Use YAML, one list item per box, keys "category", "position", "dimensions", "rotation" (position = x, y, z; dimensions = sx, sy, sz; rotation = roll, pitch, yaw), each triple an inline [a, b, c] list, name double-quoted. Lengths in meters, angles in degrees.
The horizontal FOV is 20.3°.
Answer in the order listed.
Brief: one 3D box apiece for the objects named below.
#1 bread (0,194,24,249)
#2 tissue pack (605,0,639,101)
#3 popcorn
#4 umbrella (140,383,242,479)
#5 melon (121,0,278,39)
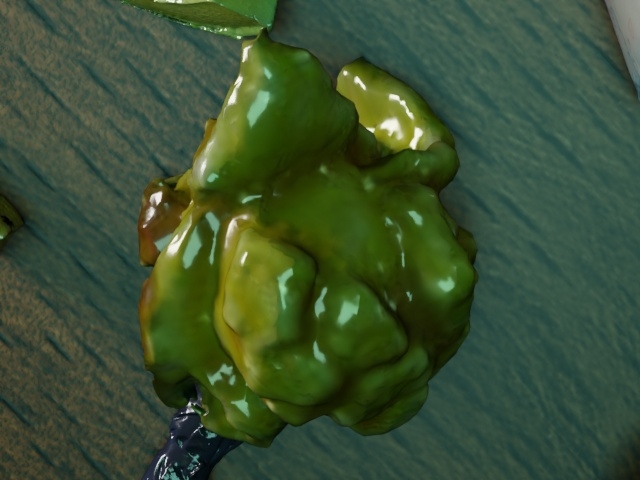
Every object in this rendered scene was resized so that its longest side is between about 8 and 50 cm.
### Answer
- category: "bread"
  position: [-0.350, -0.075, 1.520]
  dimensions: [0.049, 0.088, 0.226]
  rotation: [-44, 94, 9]
- category: "tissue pack"
  position: [0.279, -0.240, 1.399]
  dimensions: [0.124, 0.201, 0.271]
  rotation: [-18, 95, -1]
- category: "popcorn"
  position: [0.008, -0.002, 1.423]
  dimensions: [0.290, 0.326, 0.321]
  rotation: [35, 142, -4]
- category: "umbrella"
  position: [-0.124, 0.205, 1.549]
  dimensions: [0.071, 0.071, 0.248]
  rotation: [35, 97, -1]
- category: "melon"
  position: [-0.137, -0.228, 1.474]
  dimensions: [0.209, 0.118, 0.064]
  rotation: [20, 84, -11]
